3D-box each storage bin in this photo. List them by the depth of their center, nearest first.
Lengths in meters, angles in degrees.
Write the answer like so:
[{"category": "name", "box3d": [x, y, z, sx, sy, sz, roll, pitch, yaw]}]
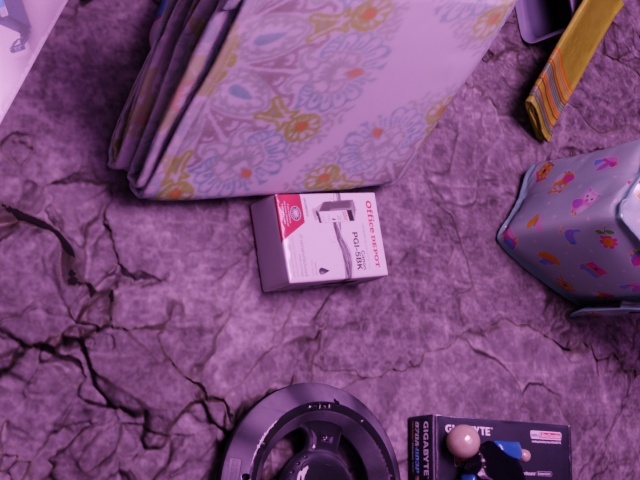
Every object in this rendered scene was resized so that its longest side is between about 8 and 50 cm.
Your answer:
[{"category": "storage bin", "box3d": [0.330, -0.340, 1.490, 0.091, 0.098, 0.135, -3, 80, -47]}]

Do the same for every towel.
[{"category": "towel", "box3d": [0.000, -0.174, 1.080, 0.375, 0.320, 0.090, -5, 55, -35]}, {"category": "towel", "box3d": [0.340, -0.251, 1.444, 0.237, 0.021, 0.102, -59, 150, -12]}]

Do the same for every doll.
[{"category": "doll", "box3d": [0.198, 0.284, 1.202, 0.129, 0.046, 0.189, -39, 102, -36]}]

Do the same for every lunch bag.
[{"category": "lunch bag", "box3d": [0.392, 0.013, 1.361, 0.262, 0.223, 0.160, 41, 64, -23]}]

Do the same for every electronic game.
[{"category": "electronic game", "box3d": [-0.007, 0.262, 1.124, 0.229, 0.048, 0.229, 10, 73, -35]}]

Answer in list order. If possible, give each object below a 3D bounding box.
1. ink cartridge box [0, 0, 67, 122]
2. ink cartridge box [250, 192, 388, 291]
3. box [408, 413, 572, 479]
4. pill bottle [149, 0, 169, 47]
[{"category": "ink cartridge box", "box3d": [-0.377, -0.225, 0.970, 0.261, 0.066, 0.296, 33, 61, -26]}, {"category": "ink cartridge box", "box3d": [0.000, 0.000, 1.188, 0.135, 0.056, 0.099, -4, 80, -36]}, {"category": "box", "box3d": [0.201, 0.296, 1.262, 0.220, 0.051, 0.175, 11, 73, -33]}, {"category": "pill bottle", "box3d": [-0.127, -0.228, 1.135, 0.087, 0.087, 0.160, 30, 64, -27]}]
